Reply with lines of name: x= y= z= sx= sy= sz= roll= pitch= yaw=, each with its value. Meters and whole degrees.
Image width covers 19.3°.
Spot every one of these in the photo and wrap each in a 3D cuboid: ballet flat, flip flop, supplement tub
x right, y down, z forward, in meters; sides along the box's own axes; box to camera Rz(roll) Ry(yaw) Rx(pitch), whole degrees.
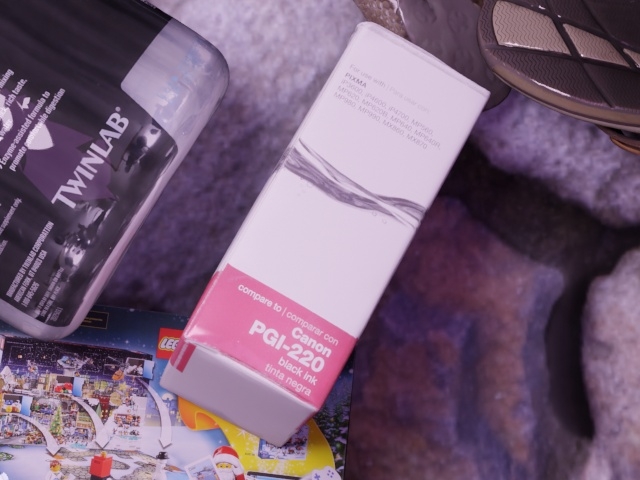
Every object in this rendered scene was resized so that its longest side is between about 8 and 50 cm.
ballet flat: x=0.032 y=-0.182 z=1.186 sx=0.250 sy=0.058 sz=0.084 roll=50 pitch=55 yaw=-10
flip flop: x=0.225 y=-0.090 z=1.185 sx=0.277 sy=0.080 sz=0.112 roll=11 pitch=53 yaw=-16
supplement tub: x=-0.240 y=-0.107 z=1.097 sx=0.338 sy=0.207 sz=0.207 roll=33 pitch=92 yaw=-4

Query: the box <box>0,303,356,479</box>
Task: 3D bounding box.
box: x=-0.100 y=0.126 z=1.170 sx=0.233 sy=0.044 sz=0.159 roll=8 pitch=67 yaw=-3

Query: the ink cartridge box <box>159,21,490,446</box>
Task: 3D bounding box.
ink cartridge box: x=0.000 y=0.000 z=1.111 sx=0.092 sy=0.158 sz=0.218 roll=28 pitch=73 yaw=-2
